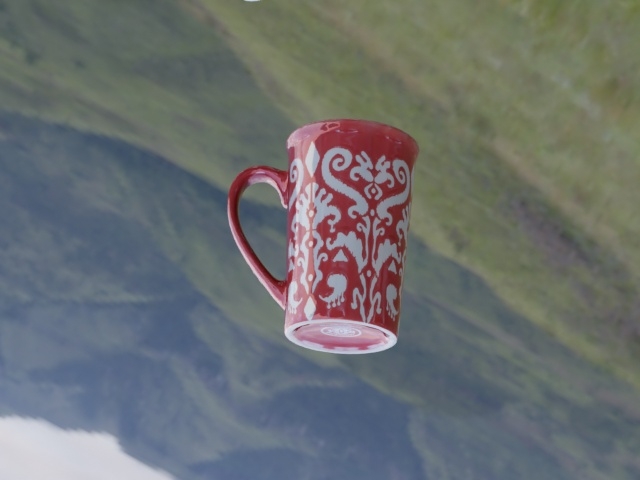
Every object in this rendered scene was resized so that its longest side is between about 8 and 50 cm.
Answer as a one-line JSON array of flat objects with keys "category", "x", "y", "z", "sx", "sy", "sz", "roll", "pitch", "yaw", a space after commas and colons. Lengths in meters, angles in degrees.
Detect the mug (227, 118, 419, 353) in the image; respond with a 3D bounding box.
[{"category": "mug", "x": 0.007, "y": 0.003, "z": 1.209, "sx": 0.150, "sy": 0.169, "sz": 0.113, "roll": -11, "pitch": 155, "yaw": 32}]
